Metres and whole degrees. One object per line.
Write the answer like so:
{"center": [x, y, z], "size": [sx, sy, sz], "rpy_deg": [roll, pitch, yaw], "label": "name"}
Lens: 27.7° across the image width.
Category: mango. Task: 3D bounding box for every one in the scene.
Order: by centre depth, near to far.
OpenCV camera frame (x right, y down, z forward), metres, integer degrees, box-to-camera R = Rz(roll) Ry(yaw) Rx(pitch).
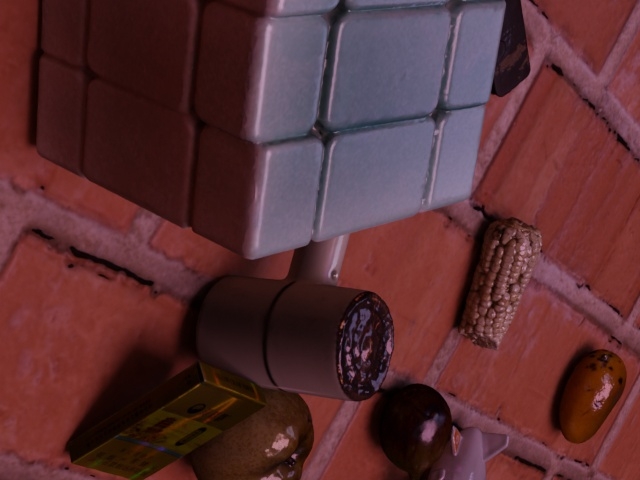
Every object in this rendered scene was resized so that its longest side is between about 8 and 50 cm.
{"center": [0.467, 0.273, 2.256], "size": [0.115, 0.090, 0.178], "rpy_deg": [7, 114, -58], "label": "mango"}

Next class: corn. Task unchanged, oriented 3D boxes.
{"center": [0.258, 0.068, 1.902], "size": [0.087, 0.087, 0.211], "rpy_deg": [2, 111, -49], "label": "corn"}

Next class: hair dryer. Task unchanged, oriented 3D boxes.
{"center": [0.000, 0.000, 1.514], "size": [0.128, 0.203, 0.362], "rpy_deg": [35, 65, -53], "label": "hair dryer"}

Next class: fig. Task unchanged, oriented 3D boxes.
{"center": [0.139, 0.286, 1.875], "size": [0.109, 0.103, 0.155], "rpy_deg": [-18, 118, -15], "label": "fig"}

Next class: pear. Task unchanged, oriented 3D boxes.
{"center": [-0.081, 0.244, 1.571], "size": [0.167, 0.136, 0.167], "rpy_deg": [-50, 149, -47], "label": "pear"}

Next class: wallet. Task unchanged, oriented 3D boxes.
{"center": [0.248, -0.268, 1.745], "size": [0.082, 0.018, 0.157], "rpy_deg": [-41, 138, -25], "label": "wallet"}

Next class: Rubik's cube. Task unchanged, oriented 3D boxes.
{"center": [-0.046, -0.200, 1.209], "size": [0.322, 0.318, 0.316], "rpy_deg": [-16, 122, -44], "label": "Rubik's cube"}

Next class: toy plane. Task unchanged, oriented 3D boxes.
{"center": [0.214, 0.400, 1.973], "size": [0.244, 0.117, 0.245], "rpy_deg": [-2, 92, -62], "label": "toy plane"}

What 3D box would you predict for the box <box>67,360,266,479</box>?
{"center": [-0.170, 0.205, 1.451], "size": [0.193, 0.030, 0.121], "rpy_deg": [-32, 147, 20], "label": "box"}
